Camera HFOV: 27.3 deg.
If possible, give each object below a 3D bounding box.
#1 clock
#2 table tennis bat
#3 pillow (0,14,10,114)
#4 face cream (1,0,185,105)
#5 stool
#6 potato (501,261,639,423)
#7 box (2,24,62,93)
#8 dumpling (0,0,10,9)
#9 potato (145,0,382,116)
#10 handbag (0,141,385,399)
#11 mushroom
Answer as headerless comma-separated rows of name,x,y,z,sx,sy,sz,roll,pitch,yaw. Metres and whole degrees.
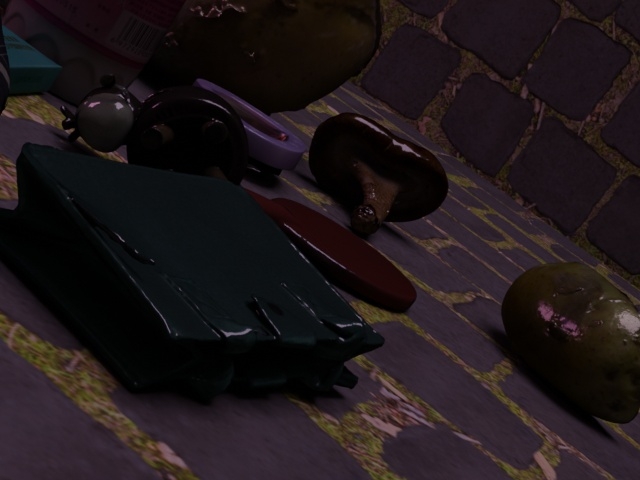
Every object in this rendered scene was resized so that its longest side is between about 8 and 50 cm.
clock,-0.099,-0.141,1.804,0.172,0.064,0.198,25,15,-38
table tennis bat,0.000,0.000,1.573,0.310,0.038,0.200,24,15,-41
pillow,-0.319,-0.228,1.049,0.161,0.092,0.335,37,24,-51
face cream,-0.269,-0.273,1.554,0.175,0.195,0.175,33,10,-7
stool,-0.162,-0.101,1.343,0.217,0.125,0.121,23,15,-8
potato,0.311,0.122,1.719,0.111,0.160,0.271,1,26,-23
box,-0.403,-0.235,1.408,0.229,0.041,0.162,35,11,3
dumpling,-0.364,-0.357,1.761,0.124,0.151,0.229,64,17,11
potato,-0.167,-0.359,2.009,0.442,0.319,0.385,34,-33,34
handbag,-0.101,0.029,1.068,0.238,0.089,0.326,41,14,26
mushroom,0.086,-0.063,1.927,0.227,0.148,0.217,21,33,-15
